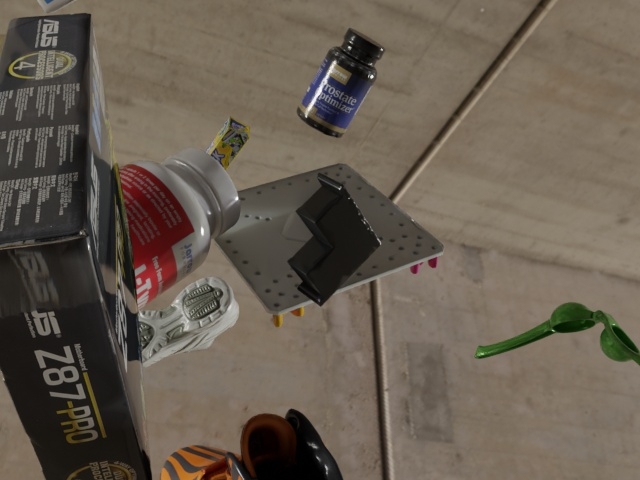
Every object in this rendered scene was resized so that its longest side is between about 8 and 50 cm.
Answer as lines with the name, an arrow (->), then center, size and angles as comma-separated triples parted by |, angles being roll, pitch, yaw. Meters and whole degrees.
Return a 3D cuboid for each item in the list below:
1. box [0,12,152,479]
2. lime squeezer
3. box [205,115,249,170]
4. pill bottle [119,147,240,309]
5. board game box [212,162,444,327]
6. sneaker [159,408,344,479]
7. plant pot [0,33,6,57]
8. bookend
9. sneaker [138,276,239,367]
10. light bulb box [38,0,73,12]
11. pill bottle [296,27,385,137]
box -> -0.240, 0.004, 0.690 | 0.097, 0.318, 0.394 | -9, -140, -10
lime squeezer -> 0.332, 0.136, 0.866 | 0.059, 0.310, 0.109 | 43, -108, -40
box -> -0.240, -0.217, 1.729 | 0.059, 0.169, 0.054 | 26, -145, -23
pill bottle -> -0.344, 0.003, 1.229 | 0.229, 0.229, 0.408 | 46, -125, 9
board game box -> -0.015, -0.010, 1.457 | 0.390, 0.050, 0.390 | -18, -140, -25
sneaker -> -0.065, 0.236, 0.707 | 0.125, 0.321, 0.180 | -29, -62, -39
plant pot -> -0.570, -0.279, 1.369 | 0.284, 0.191, 0.284 | -17, -90, -70
bookend -> 0.000, 0.000, 1.195 | 0.157, 0.156, 0.072 | -46, -139, -11
sneaker -> -0.221, 0.146, 1.061 | 0.232, 0.115, 0.090 | -23, -120, 2
light bulb box -> -0.333, -0.594, 1.037 | 0.357, 0.361, 0.225 | 59, -149, -26
pill bottle -> 0.048, -0.347, 1.561 | 0.123, 0.219, 0.123 | 27, -159, -11
